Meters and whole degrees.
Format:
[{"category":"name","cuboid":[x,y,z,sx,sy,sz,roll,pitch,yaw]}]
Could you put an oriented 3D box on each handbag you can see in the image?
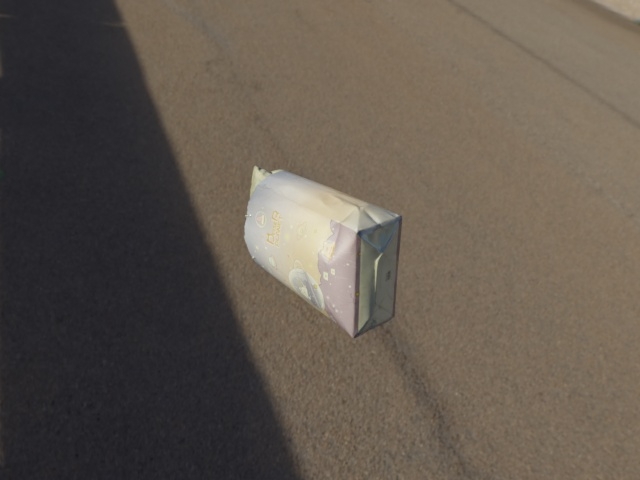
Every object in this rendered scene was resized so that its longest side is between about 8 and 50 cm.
[{"category":"handbag","cuboid":[0.000,0.000,0.652,0.095,0.117,0.173,-20,35,-37]}]
